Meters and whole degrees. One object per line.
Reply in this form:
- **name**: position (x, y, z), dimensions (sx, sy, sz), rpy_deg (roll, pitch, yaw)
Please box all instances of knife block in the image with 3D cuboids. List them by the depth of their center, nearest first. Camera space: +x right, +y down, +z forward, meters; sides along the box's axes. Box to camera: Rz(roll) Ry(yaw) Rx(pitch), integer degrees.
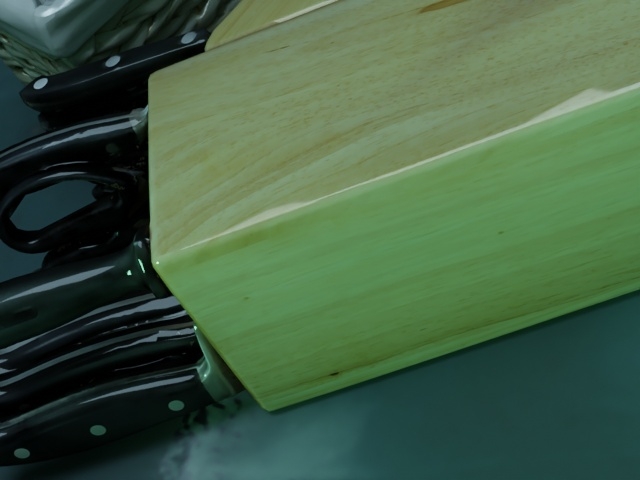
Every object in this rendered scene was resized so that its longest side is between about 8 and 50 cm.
- **knife block**: position (0.000, 0.000, 0.596), dimensions (0.275, 0.088, 0.242), rpy_deg (22, 66, 42)

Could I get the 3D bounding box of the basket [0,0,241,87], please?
- **basket**: position (-0.061, -0.124, 0.734), dimensions (0.167, 0.103, 0.113), rpy_deg (-47, 44, -14)
